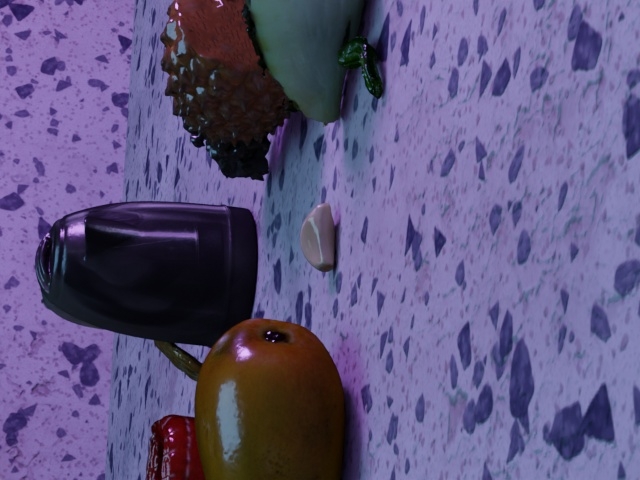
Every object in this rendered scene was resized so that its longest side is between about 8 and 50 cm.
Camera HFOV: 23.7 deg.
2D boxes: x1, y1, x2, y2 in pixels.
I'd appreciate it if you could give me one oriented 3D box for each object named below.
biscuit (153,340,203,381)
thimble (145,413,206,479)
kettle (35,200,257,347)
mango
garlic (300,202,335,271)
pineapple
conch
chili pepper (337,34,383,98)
[{"bbox_3d":[-0.218,0.204,2.512,0.029,0.118,0.247,-54,12,-9],"label":"biscuit"},{"bbox_3d":[-0.194,0.359,2.313,0.163,0.125,0.190,118,155,-48],"label":"thimble"},{"bbox_3d":[-0.292,0.062,2.409,0.321,0.324,0.228,121,151,-58],"label":"kettle"},{"bbox_3d":[-0.059,0.249,1.763,0.211,0.172,0.317,-179,89,-76],"label":"mango"},{"bbox_3d":[0.000,0.000,1.895,0.053,0.041,0.083,-29,63,57],"label":"garlic"},{"bbox_3d":[-0.123,-0.207,2.177,0.357,0.222,0.223,99,170,-58],"label":"pineapple"},{"bbox_3d":[-0.024,-0.269,1.868,0.143,0.137,0.251,-23,-50,-70],"label":"conch"},{"bbox_3d":[0.053,-0.212,1.793,0.118,0.035,0.056,-128,33,-56],"label":"chili pepper"}]
